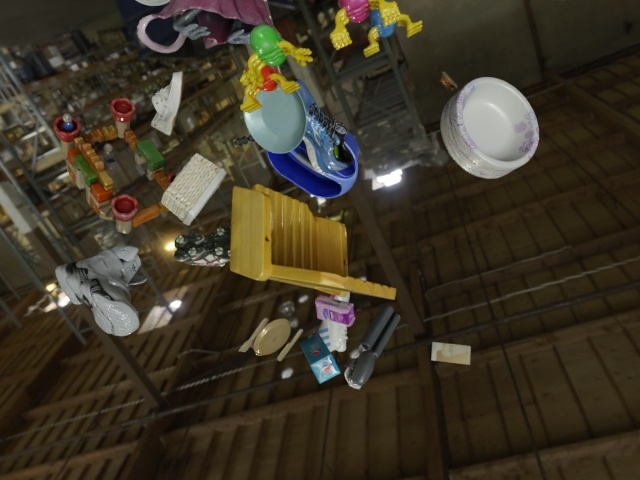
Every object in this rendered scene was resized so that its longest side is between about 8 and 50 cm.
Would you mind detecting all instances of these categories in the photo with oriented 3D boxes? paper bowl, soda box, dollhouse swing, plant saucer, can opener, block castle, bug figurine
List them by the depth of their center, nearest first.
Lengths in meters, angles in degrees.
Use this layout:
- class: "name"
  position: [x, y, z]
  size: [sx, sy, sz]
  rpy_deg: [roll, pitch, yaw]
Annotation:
- class: "bug figurine"
  position: [-0.002, -0.268, 0.692]
  size: [0.278, 0.072, 0.216]
  rpy_deg: [-23, -176, 7]
- class: "plant saucer"
  position: [-0.107, -0.316, 1.290]
  size: [0.194, 0.195, 0.037]
  rpy_deg: [-8, -161, 37]
- class: "dollhouse swing"
  position: [0.000, 0.000, 1.318]
  size: [0.304, 0.346, 0.316]
  rpy_deg: [-13, -110, 37]
- class: "can opener"
  position: [0.165, 0.310, 1.518]
  size: [0.095, 0.076, 0.283]
  rpy_deg: [-12, -146, 51]
- class: "paper bowl"
  position: [0.486, -0.322, 1.533]
  size: [0.284, 0.284, 0.148]
  rpy_deg: [-36, 178, -23]
- class: "soda box"
  position: [-0.004, 0.354, 1.574]
  size: [0.071, 0.067, 0.210]
  rpy_deg: [-27, -170, -7]
- class: "block castle"
  position: [-0.697, -0.278, 1.822]
  size: [0.303, 0.453, 0.213]
  rpy_deg: [-31, 166, -33]

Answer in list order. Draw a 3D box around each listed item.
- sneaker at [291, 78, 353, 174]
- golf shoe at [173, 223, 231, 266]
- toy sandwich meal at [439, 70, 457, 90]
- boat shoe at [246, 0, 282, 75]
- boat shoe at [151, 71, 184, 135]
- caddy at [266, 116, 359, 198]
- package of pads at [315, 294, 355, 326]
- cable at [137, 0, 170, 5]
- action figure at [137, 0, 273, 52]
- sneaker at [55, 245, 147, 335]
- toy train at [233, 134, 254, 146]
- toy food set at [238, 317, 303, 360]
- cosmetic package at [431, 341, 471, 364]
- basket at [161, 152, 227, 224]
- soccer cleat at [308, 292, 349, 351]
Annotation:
- class: "sneaker"
  position: [0.006, -0.347, 1.562]
  size: [0.147, 0.330, 0.130]
  rpy_deg: [-1, -132, 38]
- class: "golf shoe"
  position: [-0.289, 0.023, 1.508]
  size: [0.272, 0.120, 0.105]
  rpy_deg: [-2, -113, 17]
- class: "toy sandwich meal"
  position: [0.432, -0.540, 1.759]
  size: [0.029, 0.085, 0.086]
  rpy_deg: [-43, -166, 25]
- class: "boat shoe"
  position: [-0.146, -0.520, 1.335]
  size: [0.096, 0.325, 0.116]
  rpy_deg: [-22, -176, -13]
- class: "boat shoe"
  position: [-0.543, -0.481, 1.812]
  size: [0.277, 0.096, 0.098]
  rpy_deg: [126, -28, -47]
- class: "caddy"
  position: [-0.022, -0.300, 1.808]
  size: [0.241, 0.341, 0.179]
  rpy_deg: [-54, -174, 34]
- class: "package of pads"
  position: [0.030, 0.151, 1.105]
  size: [0.083, 0.050, 0.032]
  rpy_deg: [11, -141, 28]
- class: "cable"
  position: [-0.587, -0.948, 1.773]
  size: [0.257, 0.257, 0.089]
  rpy_deg: [-45, -133, -10]
- class: "action figure"
  position: [-0.222, -0.583, 1.058]
  size: [0.275, 0.371, 0.248]
  rpy_deg: [-9, 180, 21]
- class: "sneaker"
  position: [-0.564, 0.120, 1.445]
  size: [0.365, 0.138, 0.210]
  rpy_deg: [22, -140, 36]
- class: "toy train"
  position: [-0.218, -0.325, 1.648]
  size: [0.036, 0.027, 0.158]
  rpy_deg: [-2, -162, 44]
- class: "toy food set"
  position: [-0.139, 0.263, 1.422]
  size: [0.038, 0.192, 0.132]
  rpy_deg: [40, -86, 36]
- class: "cosmetic package"
  position: [0.408, 0.352, 1.615]
  size: [0.115, 0.041, 0.060]
  rpy_deg: [0, -104, 24]
- class: "basket"
  position: [-0.354, -0.145, 1.442]
  size: [0.167, 0.103, 0.113]
  rpy_deg: [-58, -169, -24]
- class: "soccer cleat"
  position: [0.059, 0.318, 1.898]
  size: [0.143, 0.331, 0.116]
  rpy_deg: [34, -151, 18]
